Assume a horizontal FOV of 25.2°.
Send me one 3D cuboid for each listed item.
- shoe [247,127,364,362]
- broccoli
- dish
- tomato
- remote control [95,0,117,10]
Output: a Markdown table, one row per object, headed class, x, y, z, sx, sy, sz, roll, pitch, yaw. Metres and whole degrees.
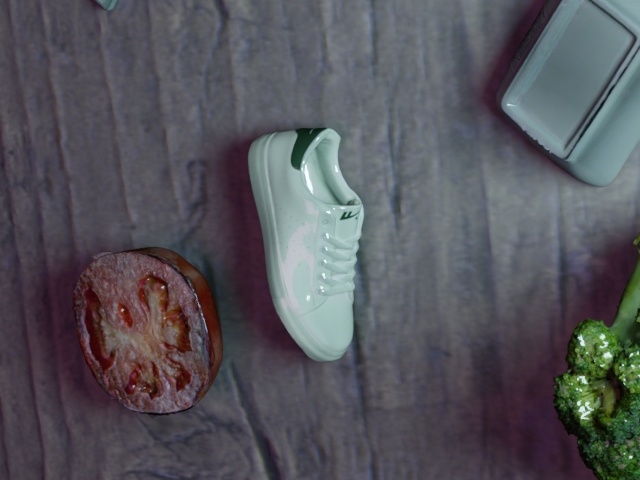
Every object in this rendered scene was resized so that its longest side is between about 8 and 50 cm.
| class | x | y | z | sx | sy | sz | roll | pitch | yaw |
| --- | --- | --- | --- | --- | --- | --- | --- | --- | --- |
| shoe | 0.000 | 0.000 | 1.574 | 0.110 | 0.095 | 0.264 | -18 | 90 | 40 |
| broccoli | 0.356 | 0.101 | 1.225 | 0.304 | 0.321 | 0.283 | -30 | 53 | 30 |
| dish | 0.249 | -0.162 | 1.337 | 0.151 | 0.077 | 0.212 | 44 | 126 | 20 |
| tomato | -0.199 | 0.104 | 1.768 | 0.225 | 0.085 | 0.225 | 10 | 108 | 33 |
| remote control | -0.288 | -0.334 | 1.748 | 0.124 | 0.018 | 0.053 | 43 | 124 | 20 |
